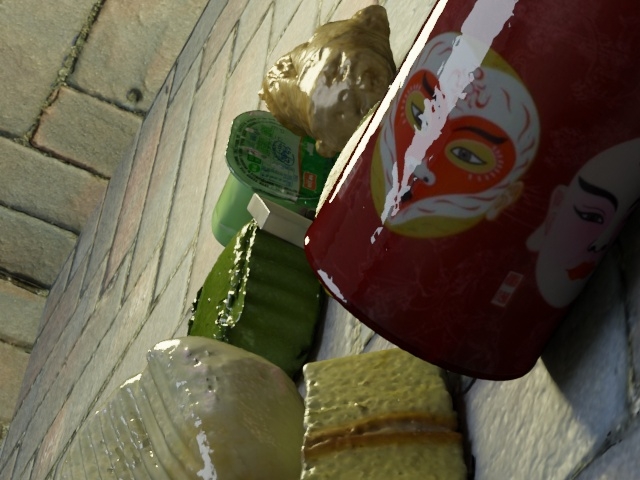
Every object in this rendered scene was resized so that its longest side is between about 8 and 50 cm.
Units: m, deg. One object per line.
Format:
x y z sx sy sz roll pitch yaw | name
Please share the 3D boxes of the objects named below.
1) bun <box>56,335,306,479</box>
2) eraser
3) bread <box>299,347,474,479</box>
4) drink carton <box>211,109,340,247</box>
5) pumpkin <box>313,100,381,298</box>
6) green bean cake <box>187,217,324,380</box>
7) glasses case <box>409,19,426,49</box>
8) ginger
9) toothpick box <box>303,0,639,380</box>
-0.112 0.283 1.502 0.365 0.219 0.365 -35 43 41 | bun
0.000 0.000 1.666 0.023 0.150 0.104 -63 15 6 | eraser
0.041 0.196 1.321 0.178 0.142 0.266 -44 24 20 | bread
-0.069 -0.060 2.046 0.142 0.144 0.146 119 166 -44 | drink carton
0.092 -0.025 1.499 0.217 0.110 0.217 -42 31 33 | pumpkin
-0.082 0.096 1.889 0.200 0.113 0.214 -52 21 43 | green bean cake
0.151 -0.189 1.566 0.122 0.075 0.314 -66 14 -8 | glasses case
0.013 -0.187 1.959 0.354 0.126 0.189 -175 102 -72 | ginger
0.150 -0.090 1.166 0.333 0.204 0.204 -60 16 24 | toothpick box
